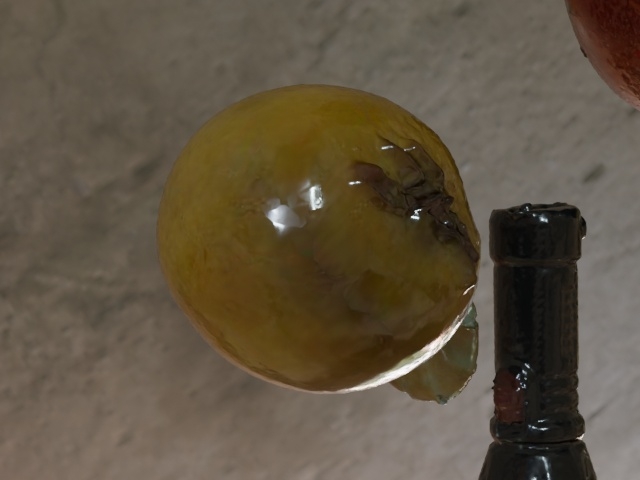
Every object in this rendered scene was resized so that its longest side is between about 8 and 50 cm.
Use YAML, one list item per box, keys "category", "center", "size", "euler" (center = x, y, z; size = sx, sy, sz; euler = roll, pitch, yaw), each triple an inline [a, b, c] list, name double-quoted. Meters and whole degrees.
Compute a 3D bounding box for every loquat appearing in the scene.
- category: "loquat"
  center: [0.000, 0.000, 0.743]
  size: [0.141, 0.141, 0.141]
  euler: [-20, 137, -20]

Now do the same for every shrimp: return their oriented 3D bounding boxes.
- category: "shrimp"
  center: [0.042, 0.034, 1.133]
  size: [0.041, 0.180, 0.099]
  euler: [-12, 131, -39]

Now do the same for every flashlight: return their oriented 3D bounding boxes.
- category: "flashlight"
  center: [0.156, 0.088, 1.238]
  size: [0.093, 0.093, 0.232]
  euler: [-6, 98, -32]

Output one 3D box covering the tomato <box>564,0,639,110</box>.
- category: "tomato"
  center: [0.333, -0.204, 1.242]
  size: [0.309, 0.170, 0.309]
  euler: [-2, 109, -5]
